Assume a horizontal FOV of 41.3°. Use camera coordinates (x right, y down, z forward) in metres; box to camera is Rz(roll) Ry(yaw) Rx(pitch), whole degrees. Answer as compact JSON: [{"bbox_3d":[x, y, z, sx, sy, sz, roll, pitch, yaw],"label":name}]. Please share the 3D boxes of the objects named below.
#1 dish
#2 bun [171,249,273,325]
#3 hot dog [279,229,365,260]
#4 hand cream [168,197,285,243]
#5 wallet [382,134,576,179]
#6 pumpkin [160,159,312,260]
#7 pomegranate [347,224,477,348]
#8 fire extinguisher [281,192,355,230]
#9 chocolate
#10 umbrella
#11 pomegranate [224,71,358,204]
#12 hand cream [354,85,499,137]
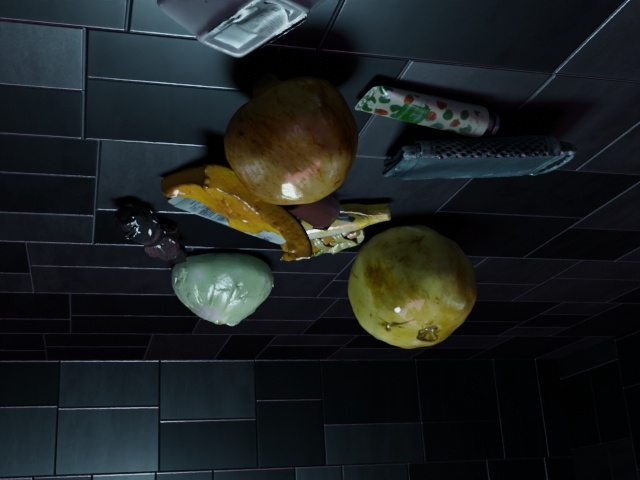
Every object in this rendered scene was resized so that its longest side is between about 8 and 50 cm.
[{"bbox_3d":[-0.096,-0.333,1.212,0.181,0.080,0.243,15,153,-42],"label":"dish"},{"bbox_3d":[-0.280,0.149,2.405,0.293,0.187,0.293,-1,160,0],"label":"bun"},{"bbox_3d":[0.000,0.000,2.198,0.269,0.072,0.109,-18,154,34],"label":"hot dog"},{"bbox_3d":[-0.186,-0.064,2.016,0.340,0.078,0.124,20,152,-33],"label":"hand cream"},{"bbox_3d":[0.311,-0.172,1.715,0.342,0.075,0.237,-1,177,-6],"label":"wallet"},{"bbox_3d":[-0.172,-0.068,1.794,0.290,0.095,0.258,36,164,-23],"label":"pumpkin"},{"bbox_3d":[0.237,0.115,2.224,0.332,0.333,0.332,-3,161,-1],"label":"pomegranate"},{"bbox_3d":[-0.022,-0.088,1.896,0.104,0.105,0.269,-13,158,25],"label":"fire extinguisher"},{"bbox_3d":[0.060,-0.055,2.054,0.219,0.086,0.086,-9,160,4],"label":"chocolate"},{"bbox_3d":[-0.402,-0.010,2.073,0.094,0.090,0.326,-11,160,12],"label":"umbrella"},{"bbox_3d":[-0.051,-0.176,1.465,0.248,0.248,0.248,-3,161,-1],"label":"pomegranate"},{"bbox_3d":[0.205,-0.239,1.575,0.276,0.059,0.095,8,158,-20],"label":"hand cream"}]
